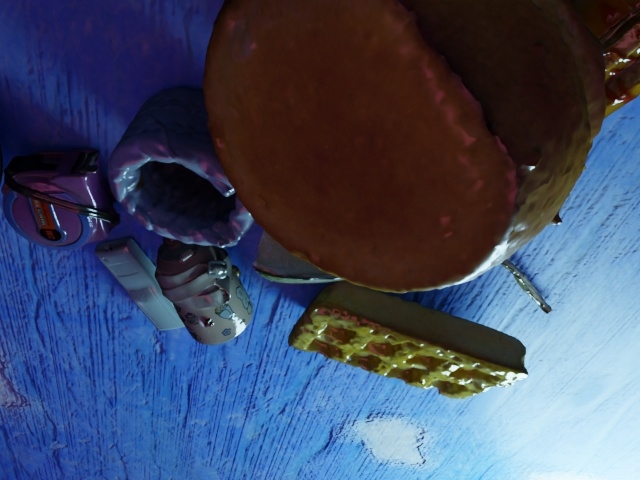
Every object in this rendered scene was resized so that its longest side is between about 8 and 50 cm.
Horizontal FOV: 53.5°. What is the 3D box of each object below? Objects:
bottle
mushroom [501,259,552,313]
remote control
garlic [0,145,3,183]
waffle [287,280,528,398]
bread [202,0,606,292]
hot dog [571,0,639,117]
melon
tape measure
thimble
[{"bbox_3d":[-0.148,0.051,0.788,0.098,0.099,0.152,-6,129,18],"label":"bottle"},{"bbox_3d":[0.183,0.003,0.718,0.026,0.028,0.286,-49,119,-4],"label":"mushroom"},{"bbox_3d":[-0.239,0.064,0.864,0.061,0.029,0.162,-13,130,21],"label":"remote control"},{"bbox_3d":[-0.482,-0.098,0.683,0.278,0.132,0.325,5,133,9],"label":"garlic"},{"bbox_3d":[0.105,0.129,0.802,0.274,0.057,0.168,19,153,-6],"label":"waffle"},{"bbox_3d":[0.048,-0.102,0.495,0.312,0.172,0.312,21,130,27],"label":"bread"},{"bbox_3d":[0.208,-0.133,0.536,0.104,0.076,0.250,37,133,-22],"label":"hot dog"},{"bbox_3d":[-0.001,0.004,0.729,0.202,0.093,0.139,0,171,-28],"label":"melon"},{"bbox_3d":[-0.298,-0.047,0.736,0.125,0.074,0.118,4,133,2],"label":"tape measure"},{"bbox_3d":[-0.128,-0.071,0.643,0.151,0.118,0.127,19,133,-6],"label":"thimble"}]
